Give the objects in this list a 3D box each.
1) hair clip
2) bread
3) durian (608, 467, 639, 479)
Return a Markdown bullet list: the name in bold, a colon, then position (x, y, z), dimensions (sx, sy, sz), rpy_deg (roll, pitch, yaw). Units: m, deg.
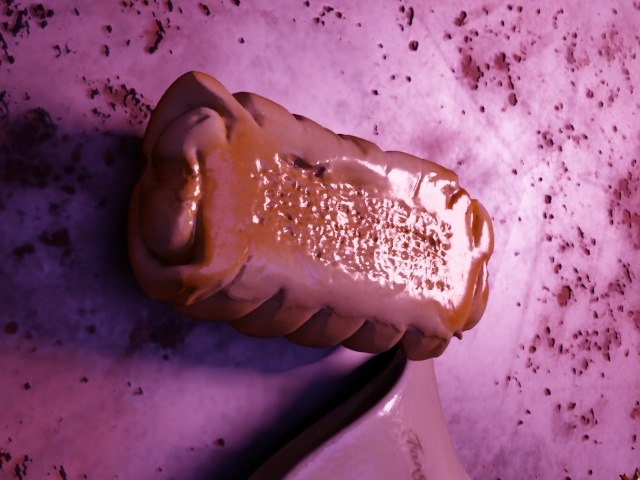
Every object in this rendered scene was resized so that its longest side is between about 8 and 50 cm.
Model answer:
- **hair clip**: position (0.041, 0.199, 0.695), dimensions (0.282, 0.113, 0.172), rpy_deg (-20, 97, -33)
- **bread**: position (0.000, 0.000, 0.678), dimensions (0.311, 0.121, 0.172), rpy_deg (18, 73, -30)
- **durian**: position (0.332, 0.297, 0.901), dimensions (0.224, 0.078, 0.140), rpy_deg (-37, 94, -40)
